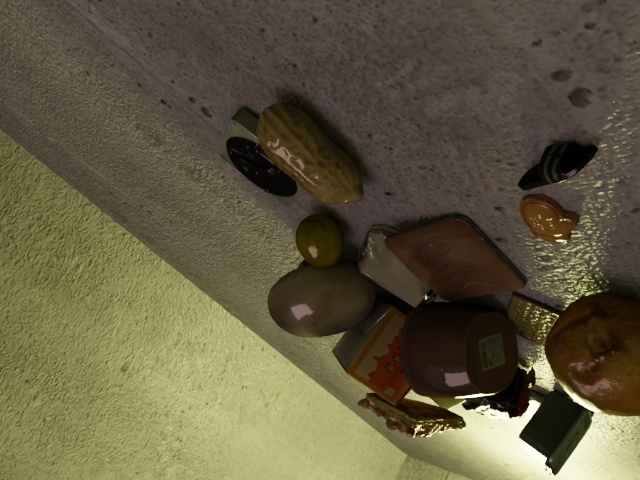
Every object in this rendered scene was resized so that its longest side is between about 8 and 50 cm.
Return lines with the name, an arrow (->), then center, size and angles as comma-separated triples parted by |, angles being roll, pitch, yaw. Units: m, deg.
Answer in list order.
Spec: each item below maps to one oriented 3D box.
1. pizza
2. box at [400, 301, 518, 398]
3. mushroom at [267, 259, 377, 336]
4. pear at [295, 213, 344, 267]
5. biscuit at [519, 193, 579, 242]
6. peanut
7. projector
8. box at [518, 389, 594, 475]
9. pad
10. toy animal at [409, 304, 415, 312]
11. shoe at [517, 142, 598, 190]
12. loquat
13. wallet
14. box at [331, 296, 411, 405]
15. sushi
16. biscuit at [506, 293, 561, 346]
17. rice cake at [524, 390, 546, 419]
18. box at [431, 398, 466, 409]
pizza -> 0.301, 0.566, 1.972 | 0.268, 0.087, 0.257 | 10, -176, -36
box -> 0.397, 0.309, 1.695 | 0.301, 0.301, 0.216 | 44, 152, -24
mushroom -> 0.002, 0.158, 1.965 | 0.362, 0.295, 0.362 | -10, 160, -3
pear -> 0.000, 0.000, 1.780 | 0.148, 0.149, 0.162 | 14, 133, 39
biscuit -> 0.469, -0.041, 1.228 | 0.118, 0.023, 0.140 | 3, 143, 52
peanut -> -0.019, -0.192, 1.429 | 0.325, 0.140, 0.153 | 40, 176, -28
projector -> -0.151, -0.211, 1.638 | 0.259, 0.079, 0.257 | 37, 159, -5
box -> 0.752, 0.608, 1.930 | 0.135, 0.243, 0.163 | 31, 162, 40
pad -> 0.338, 0.056, 1.545 | 0.284, 0.018, 0.286 | 42, 146, -22
toy animal -> 0.376, 0.259, 1.920 | 0.219, 0.069, 0.086 | 20, 151, 27
shoe -> 0.403, -0.136, 1.065 | 0.049, 0.071, 0.179 | 41, 161, -10
loquat -> 0.640, 0.261, 1.324 | 0.276, 0.276, 0.284 | 19, 157, 31
wallet -> 0.240, 0.078, 1.741 | 0.274, 0.068, 0.335 | 27, 151, 5
box -> 0.211, 0.355, 1.988 | 0.214, 0.260, 0.283 | 38, 178, -9
sushi -> 0.585, 0.485, 1.981 | 0.181, 0.197, 0.343 | 13, 162, 1
biscuit -> 0.574, 0.220, 1.635 | 0.139, 0.016, 0.231 | 24, 156, 23
rice cake -> 0.759, 0.588, 2.114 | 0.080, 0.042, 0.222 | 16, 151, 27
box -> 0.403, 0.441, 2.057 | 0.095, 0.212, 0.168 | -33, 116, 25
